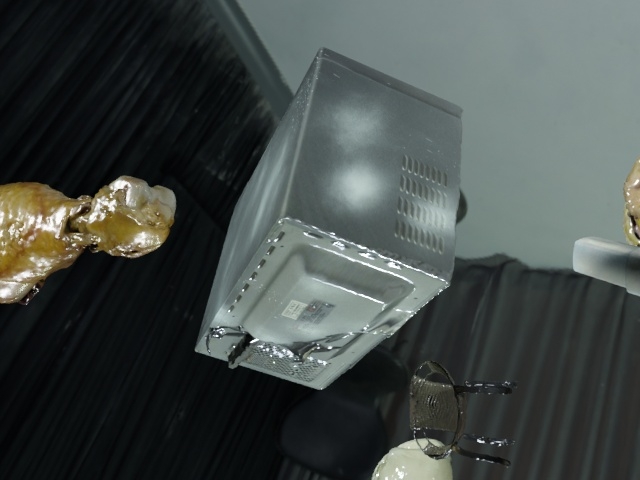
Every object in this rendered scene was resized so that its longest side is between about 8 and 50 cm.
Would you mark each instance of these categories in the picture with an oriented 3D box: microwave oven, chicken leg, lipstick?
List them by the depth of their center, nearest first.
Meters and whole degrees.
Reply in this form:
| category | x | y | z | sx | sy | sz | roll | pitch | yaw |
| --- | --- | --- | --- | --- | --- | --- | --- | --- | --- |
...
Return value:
| category | x | y | z | sx | sy | sz | roll | pitch | yaw |
| --- | --- | --- | --- | --- | --- | --- | --- | --- | --- |
| chicken leg | -0.211 | -0.008 | 0.543 | 0.251 | 0.107 | 0.087 | -9 | 156 | 36 |
| microwave oven | 0.000 | 0.000 | 1.055 | 0.236 | 0.375 | 0.432 | 21 | 145 | -13 |
| lipstick | 0.522 | 0.048 | 1.110 | 0.078 | 0.078 | 0.253 | -8 | -167 | -23 |

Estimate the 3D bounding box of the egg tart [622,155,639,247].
| category | x | y | z | sx | sy | sz | roll | pitch | yaw |
| --- | --- | --- | --- | --- | --- | --- | --- | --- | --- |
| egg tart | 0.765 | -0.112 | 1.466 | 0.149 | 0.352 | 0.352 | 23 | 154 | -18 |

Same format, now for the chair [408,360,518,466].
| category | x | y | z | sx | sy | sz | roll | pitch | yaw |
| --- | --- | --- | --- | --- | --- | --- | --- | --- | --- |
| chair | 0.244 | 0.307 | 1.238 | 0.213 | 0.174 | 0.149 | 1 | 177 | 24 |

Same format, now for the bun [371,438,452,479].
| category | x | y | z | sx | sy | sz | roll | pitch | yaw |
| --- | --- | --- | --- | --- | --- | --- | --- | --- | --- |
| bun | 0.205 | 0.605 | 1.707 | 0.159 | 0.259 | 0.259 | 27 | 152 | -8 |
